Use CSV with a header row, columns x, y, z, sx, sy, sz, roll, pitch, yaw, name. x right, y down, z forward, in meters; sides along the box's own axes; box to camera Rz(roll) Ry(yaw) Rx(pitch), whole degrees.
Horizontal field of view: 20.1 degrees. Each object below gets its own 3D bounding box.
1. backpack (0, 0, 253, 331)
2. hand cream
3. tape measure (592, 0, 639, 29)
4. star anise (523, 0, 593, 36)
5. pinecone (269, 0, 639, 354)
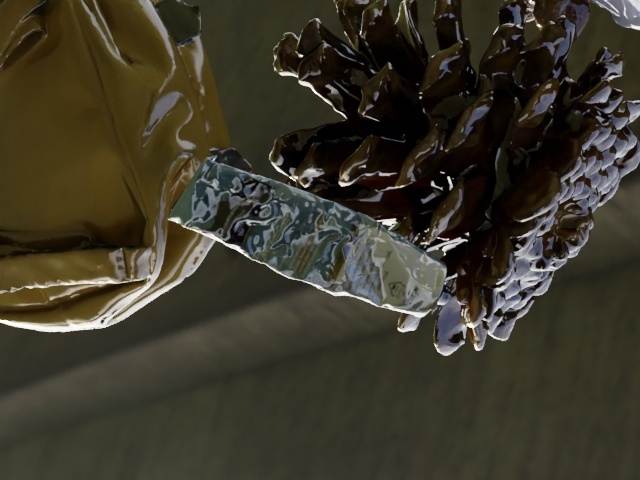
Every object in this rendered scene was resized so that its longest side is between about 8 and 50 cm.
x,y,z,sx,sy,sz,roll,pitch,yaw,name
-0.243,-0.090,1.696,0.378,0.201,0.353,-15,-94,40,backpack
0.000,0.000,1.477,0.075,0.248,0.052,-60,-162,19,hand cream
0.292,-0.295,1.642,0.105,0.196,0.178,17,-94,46,tape measure
0.282,-0.313,1.991,0.212,0.111,0.196,-58,-175,21,star anise
0.112,-0.096,1.779,0.384,0.384,0.384,-43,-151,31,pinecone
